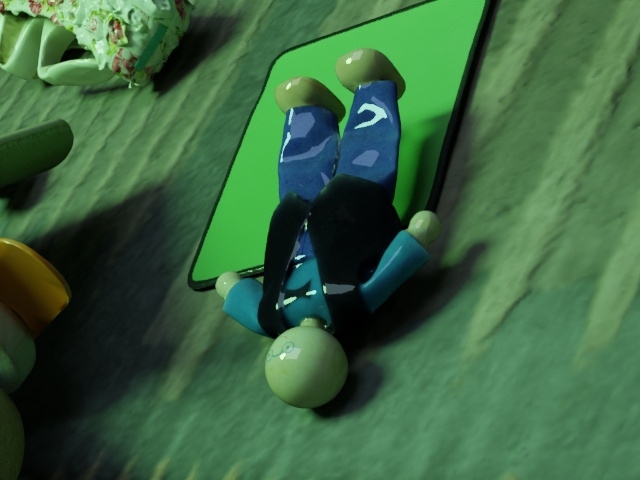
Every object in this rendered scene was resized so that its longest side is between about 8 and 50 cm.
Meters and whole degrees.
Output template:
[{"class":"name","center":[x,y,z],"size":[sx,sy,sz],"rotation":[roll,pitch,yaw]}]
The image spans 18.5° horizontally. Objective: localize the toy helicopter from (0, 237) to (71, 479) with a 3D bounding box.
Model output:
[{"class":"toy helicopter","center":[-0.243,0.083,0.996],"size":[0.235,0.140,0.355],"rotation":[-45,28,-10]}]

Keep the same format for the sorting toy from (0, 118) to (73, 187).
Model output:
[{"class":"sorting toy","center":[-0.246,-0.004,1.082],"size":[0.229,0.041,0.307],"rotation":[-21,4,22]}]

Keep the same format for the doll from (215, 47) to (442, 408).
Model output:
[{"class":"doll","center":[0.000,0.000,0.928],"size":[0.129,0.046,0.189],"rotation":[-21,45,29]}]

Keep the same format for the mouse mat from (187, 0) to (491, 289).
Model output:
[{"class":"mouse mat","center":[0.012,-0.057,1.032],"size":[0.152,0.007,0.190],"rotation":[-15,38,33]}]

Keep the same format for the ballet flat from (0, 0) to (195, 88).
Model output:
[{"class":"ballet flat","center":[-0.171,-0.138,1.252],"size":[0.241,0.091,0.077],"rotation":[11,79,55]}]
